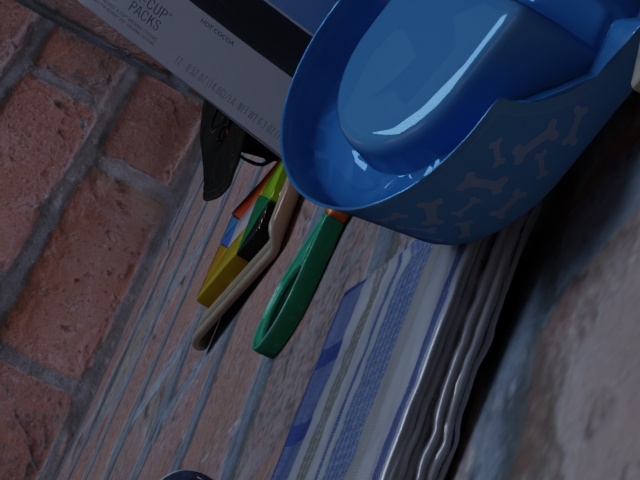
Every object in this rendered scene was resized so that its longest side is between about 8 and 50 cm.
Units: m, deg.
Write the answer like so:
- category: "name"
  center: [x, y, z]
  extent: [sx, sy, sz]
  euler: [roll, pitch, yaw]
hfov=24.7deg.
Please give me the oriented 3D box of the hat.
- category: "hat"
  center: [-0.051, -0.194, 1.843]
  extent: [0.331, 0.134, 0.331]
  euler: [-166, 90, -76]

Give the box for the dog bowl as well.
- category: "dog bowl"
  center: [0.104, -0.124, 0.716]
  extent: [0.297, 0.074, 0.166]
  euler: [-52, 34, 7]

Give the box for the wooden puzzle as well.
- category: "wooden puzzle"
  center: [-0.080, -0.011, 1.721]
  extent: [0.238, 0.044, 0.221]
  euler: [-53, 12, 43]

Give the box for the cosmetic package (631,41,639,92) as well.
- category: "cosmetic package"
  center: [0.174, -0.102, 0.575]
  extent: [0.115, 0.041, 0.060]
  euler: [-50, 15, 52]

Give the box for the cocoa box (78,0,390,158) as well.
- category: "cocoa box"
  center: [0.004, -0.263, 1.212]
  extent: [0.228, 0.231, 0.347]
  euler: [-51, 2, 29]

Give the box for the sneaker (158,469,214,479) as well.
- category: "sneaker"
  center: [-0.081, 0.218, 0.829]
  extent: [0.163, 0.086, 0.226]
  euler: [113, 168, -59]

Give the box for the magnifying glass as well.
- category: "magnifying glass"
  center: [0.000, 0.000, 1.302]
  extent: [0.231, 0.026, 0.092]
  euler: [-60, 9, 4]

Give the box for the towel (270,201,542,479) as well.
- category: "towel"
  center: [0.033, 0.085, 0.830]
  extent: [0.209, 0.034, 0.285]
  euler: [-67, 8, -21]
